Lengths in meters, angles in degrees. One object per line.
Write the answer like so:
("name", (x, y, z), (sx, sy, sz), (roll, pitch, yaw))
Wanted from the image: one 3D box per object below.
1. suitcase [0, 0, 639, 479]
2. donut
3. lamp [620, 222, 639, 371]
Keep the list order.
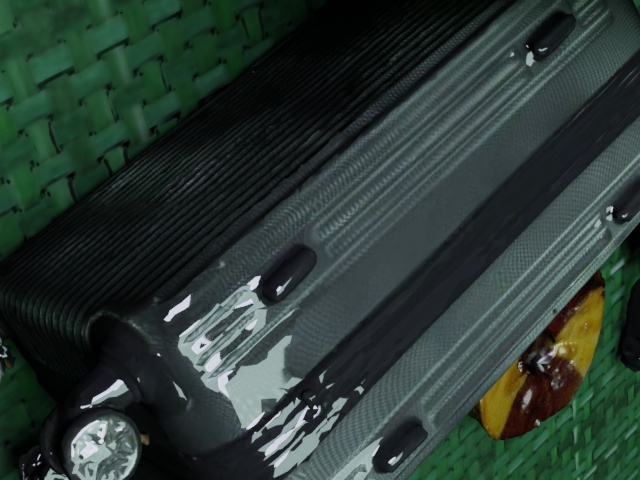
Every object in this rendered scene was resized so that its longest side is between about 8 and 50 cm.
("suitcase", (0.000, 0.000, 0.485), (0.312, 0.202, 0.128), (-43, 115, -23))
("donut", (0.141, 0.070, 0.773), (0.140, 0.059, 0.141), (-23, 124, -38))
("lamp", (0.381, -0.040, 0.802), (0.205, 0.272, 0.374), (-27, 127, -32))
